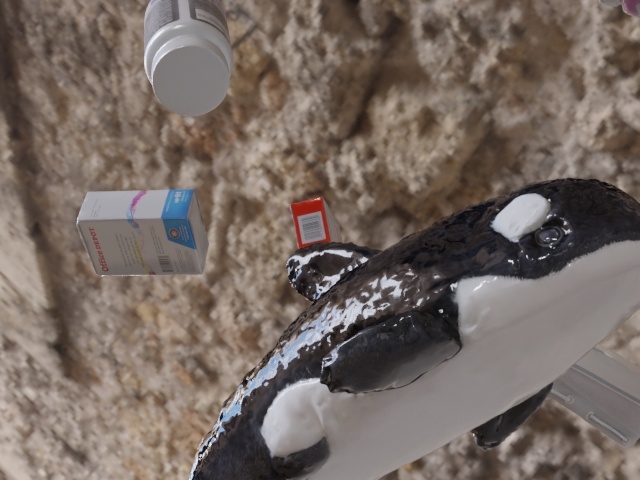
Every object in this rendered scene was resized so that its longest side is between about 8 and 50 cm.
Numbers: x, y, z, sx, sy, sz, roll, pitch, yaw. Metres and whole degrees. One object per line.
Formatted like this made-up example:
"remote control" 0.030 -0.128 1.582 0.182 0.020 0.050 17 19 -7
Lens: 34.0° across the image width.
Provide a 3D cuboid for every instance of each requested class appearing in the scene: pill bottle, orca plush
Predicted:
"pill bottle" -0.118 -0.169 0.929 0.078 0.078 0.137 -58 24 25
"orca plush" 0.017 0.054 0.478 0.151 0.102 0.287 7 -45 -41

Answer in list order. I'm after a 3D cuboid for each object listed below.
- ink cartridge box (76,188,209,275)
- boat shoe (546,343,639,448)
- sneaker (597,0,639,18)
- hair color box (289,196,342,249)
"ink cartridge box" -0.191 -0.008 1.135 0.088 0.122 0.052 81 -170 -45
"boat shoe" 0.152 0.087 0.723 0.063 0.184 0.066 -61 16 9
"sneaker" 0.222 -0.240 0.807 0.105 0.236 0.095 -61 -33 -13
"hair color box" 0.000 0.000 1.292 0.043 0.072 0.141 -12 -15 7
